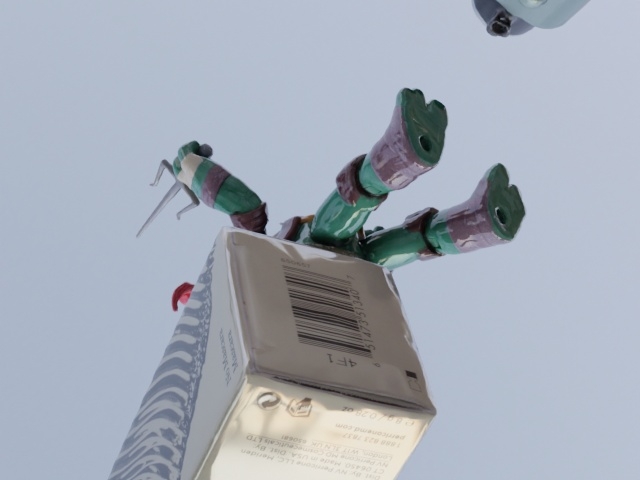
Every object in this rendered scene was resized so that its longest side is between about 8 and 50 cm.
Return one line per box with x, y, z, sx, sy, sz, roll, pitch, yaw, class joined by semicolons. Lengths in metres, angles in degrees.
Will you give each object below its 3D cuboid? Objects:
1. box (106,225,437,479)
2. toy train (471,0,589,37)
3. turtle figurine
-0.050;0.136;0.616;0.094;0.275;0.113;15;-149;-21;box
0.229;-0.290;1.003;0.142;0.334;0.190;33;-114;-8;toy train
0.000;0.000;0.770;0.175;0.234;0.118;25;-129;-42;turtle figurine
